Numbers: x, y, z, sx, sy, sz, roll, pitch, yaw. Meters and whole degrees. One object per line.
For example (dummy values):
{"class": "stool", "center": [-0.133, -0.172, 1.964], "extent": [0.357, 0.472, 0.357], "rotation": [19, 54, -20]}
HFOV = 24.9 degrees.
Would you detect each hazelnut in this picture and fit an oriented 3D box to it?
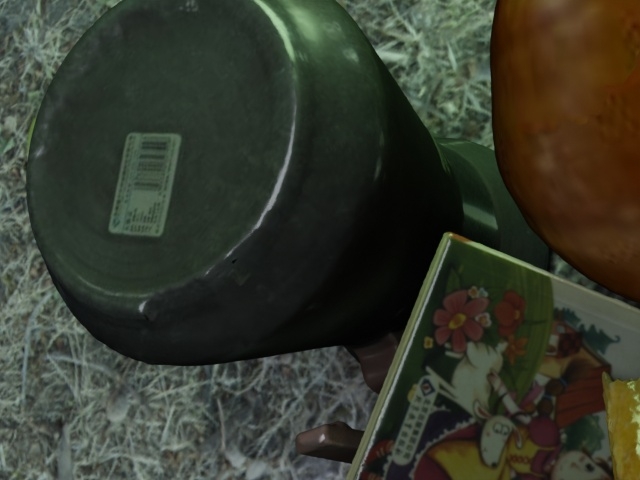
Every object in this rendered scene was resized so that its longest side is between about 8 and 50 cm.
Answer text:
{"class": "hazelnut", "center": [0.258, -0.131, 0.873], "extent": [0.372, 0.315, 0.372], "rotation": [-38, 19, 16]}

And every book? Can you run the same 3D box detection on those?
{"class": "book", "center": [0.181, 0.156, 0.895], "extent": [0.322, 0.018, 0.228], "rotation": [21, 90, -9]}

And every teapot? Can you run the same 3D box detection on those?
{"class": "teapot", "center": [0.000, 0.000, 0.968], "extent": [0.253, 0.344, 0.300], "rotation": [-21, 66, 30]}

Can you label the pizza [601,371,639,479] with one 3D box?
{"class": "pizza", "center": [0.269, 0.097, 0.749], "extent": [0.288, 0.075, 0.280], "rotation": [-54, 34, 18]}
